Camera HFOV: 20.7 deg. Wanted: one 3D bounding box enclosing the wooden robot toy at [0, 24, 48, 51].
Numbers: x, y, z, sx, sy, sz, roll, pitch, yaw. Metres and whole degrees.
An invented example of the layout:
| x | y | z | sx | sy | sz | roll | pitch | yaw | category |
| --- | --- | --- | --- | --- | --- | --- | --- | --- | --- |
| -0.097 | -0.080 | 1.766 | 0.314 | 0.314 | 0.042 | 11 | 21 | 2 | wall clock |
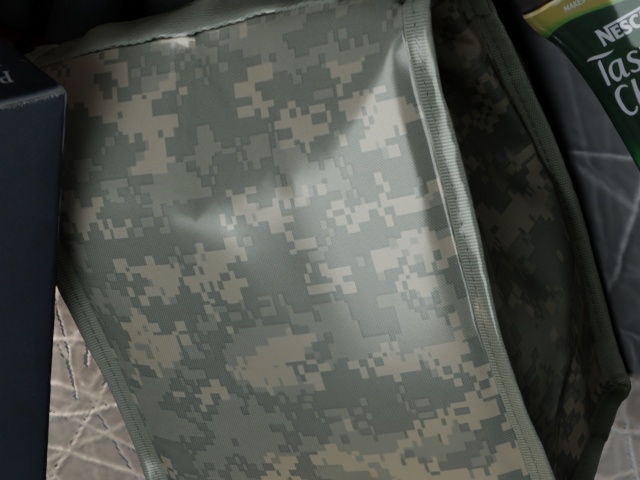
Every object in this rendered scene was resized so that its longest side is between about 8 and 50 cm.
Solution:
| x | y | z | sx | sy | sz | roll | pitch | yaw | category |
| --- | --- | --- | --- | --- | --- | --- | --- | --- | --- |
| -0.169 | -0.079 | 0.996 | 0.173 | 0.079 | 0.076 | 23 | 89 | -10 | wooden robot toy |

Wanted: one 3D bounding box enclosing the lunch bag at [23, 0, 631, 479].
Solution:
| x | y | z | sx | sy | sz | roll | pitch | yaw | category |
| --- | --- | --- | --- | --- | --- | --- | --- | --- | --- |
| 0.000 | 0.000 | 0.881 | 0.235 | 0.169 | 0.287 | -7 | 118 | 27 | lunch bag |

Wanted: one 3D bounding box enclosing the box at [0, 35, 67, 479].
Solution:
| x | y | z | sx | sy | sz | roll | pitch | yaw | category |
| --- | --- | --- | --- | --- | --- | --- | --- | --- | --- |
| -0.325 | -0.019 | 0.913 | 0.395 | 0.212 | 0.293 | 40 | 134 | 38 | box |

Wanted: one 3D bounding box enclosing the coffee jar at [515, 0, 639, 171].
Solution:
| x | y | z | sx | sy | sz | roll | pitch | yaw | category |
| --- | --- | --- | --- | --- | --- | --- | --- | --- | --- |
| 0.165 | -0.086 | 0.805 | 0.096 | 0.079 | 0.184 | -30 | 100 | 36 | coffee jar |

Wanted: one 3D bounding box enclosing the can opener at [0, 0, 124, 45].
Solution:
| x | y | z | sx | sy | sz | roll | pitch | yaw | category |
| --- | --- | --- | --- | --- | --- | --- | --- | --- | --- |
| -0.115 | -0.215 | 0.861 | 0.076 | 0.095 | 0.283 | 28 | 121 | 11 | can opener |
